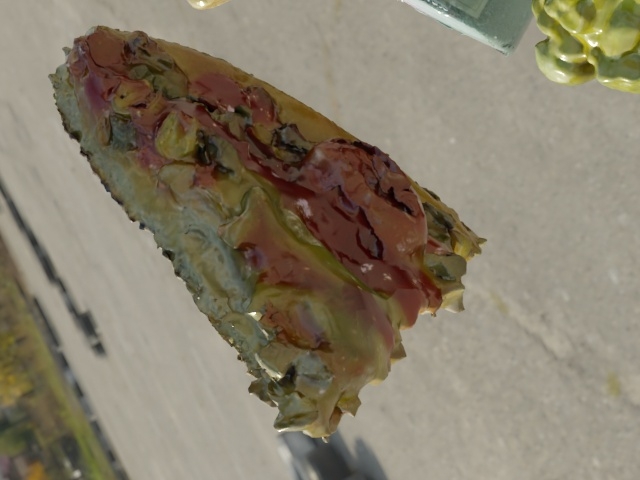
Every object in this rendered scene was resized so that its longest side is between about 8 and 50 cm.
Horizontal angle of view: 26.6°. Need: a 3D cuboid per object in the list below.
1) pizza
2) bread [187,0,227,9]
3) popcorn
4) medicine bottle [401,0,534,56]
[{"bbox_3d":[0.000,0.000,1.068,0.440,0.130,0.406,25,-153,-27],"label":"pizza"},{"bbox_3d":[-0.091,-0.330,1.568,0.119,0.177,0.084,-21,104,43],"label":"bread"},{"bbox_3d":[0.321,-0.273,1.333,0.235,0.241,0.250,-90,-2,-75],"label":"popcorn"},{"bbox_3d":[0.195,-0.401,1.609,0.245,0.290,0.245,29,-172,-5],"label":"medicine bottle"}]
